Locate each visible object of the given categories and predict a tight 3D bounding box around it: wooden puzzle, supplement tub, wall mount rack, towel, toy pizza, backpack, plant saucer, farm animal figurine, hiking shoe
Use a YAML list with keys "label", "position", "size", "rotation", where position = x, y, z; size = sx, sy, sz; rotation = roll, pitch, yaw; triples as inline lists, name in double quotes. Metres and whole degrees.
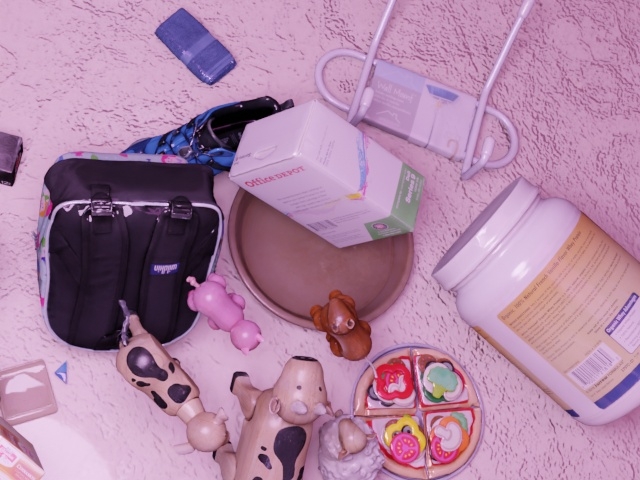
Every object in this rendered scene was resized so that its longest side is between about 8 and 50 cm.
- label: "wooden puzzle"
  position: [-0.381, 0.196, 1.271]
  size: [0.116, 0.014, 0.078]
  rotation: [-8, 78, -18]
- label: "supplement tub"
  position: [0.337, 0.082, 1.399]
  size: [0.316, 0.228, 0.228]
  rotation: [42, 65, 1]
- label: "wall mount rack"
  position: [0.182, -0.268, 1.534]
  size: [0.350, 0.130, 0.304]
  rotation: [21, 67, -9]
- label: "towel"
  position: [-0.188, -0.289, 1.490]
  size: [0.119, 0.029, 0.067]
  rotation: [45, 65, 2]
- label: "toy pizza"
  position: [0.140, 0.240, 1.393]
  size: [0.201, 0.032, 0.201]
  rotation: [5, 69, -14]
- label: "backpack"
  position: [-0.248, 0.015, 1.250]
  size: [0.225, 0.253, 0.191]
  rotation: [0, 33, -19]
- label: "plant saucer"
  position: [0.000, 0.000, 1.435]
  size: [0.278, 0.041, 0.277]
  rotation: [5, 69, -14]
- label: "farm animal figurine"
  position: [-0.072, 0.205, 1.202]
  size: [0.331, 0.172, 0.326]
  rotation: [-9, 112, -17]
- label: "hiking shoe"
  position: [-0.187, -0.126, 1.375]
  size: [0.304, 0.132, 0.113]
  rotation: [-30, 81, -23]

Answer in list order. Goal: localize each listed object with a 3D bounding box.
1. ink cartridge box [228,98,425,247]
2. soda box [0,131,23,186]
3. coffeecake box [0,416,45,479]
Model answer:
- label: "ink cartridge box"
  position: [0.009, -0.084, 1.321]
  size: [0.212, 0.154, 0.093]
  rotation: [30, 64, -33]
- label: "soda box"
  position: [-0.491, -0.126, 1.331]
  size: [0.169, 0.053, 0.060]
  rotation: [14, 68, -10]
- label: "coffeecake box"
  position: [-0.398, 0.291, 1.089]
  size: [0.068, 0.142, 0.185]
  rotation: [46, 76, -16]
